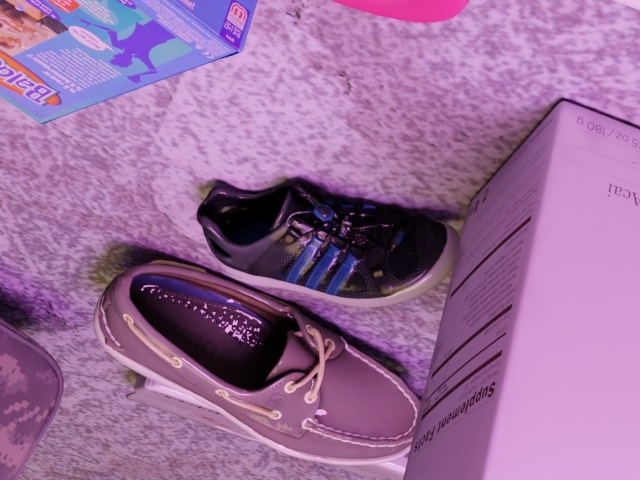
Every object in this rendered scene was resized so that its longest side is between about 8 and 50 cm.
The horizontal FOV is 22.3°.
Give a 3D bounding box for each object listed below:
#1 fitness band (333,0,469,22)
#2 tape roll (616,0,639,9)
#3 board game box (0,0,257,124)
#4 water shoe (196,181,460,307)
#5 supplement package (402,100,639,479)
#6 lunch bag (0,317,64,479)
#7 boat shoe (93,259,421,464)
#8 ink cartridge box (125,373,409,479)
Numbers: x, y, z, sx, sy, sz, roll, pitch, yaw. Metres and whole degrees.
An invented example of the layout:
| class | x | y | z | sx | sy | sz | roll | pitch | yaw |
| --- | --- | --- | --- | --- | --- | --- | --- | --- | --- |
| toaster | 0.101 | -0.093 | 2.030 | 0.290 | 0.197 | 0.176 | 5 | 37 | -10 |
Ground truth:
| class | x | y | z | sx | sy | sz | roll | pitch | yaw |
| --- | --- | --- | --- | --- | --- | --- | --- | --- | --- |
| fitness band | -0.017 | -0.192 | 0.765 | 0.209 | 0.054 | 0.291 | 24 | 170 | 17 |
| tape roll | 0.157 | -0.203 | 0.492 | 0.392 | 0.072 | 0.392 | 16 | 153 | 8 |
| board game box | -0.168 | -0.152 | 1.013 | 0.210 | 0.047 | 0.160 | -13 | 142 | 43 |
| water shoe | 0.000 | 0.000 | 1.189 | 0.203 | 0.073 | 0.080 | 0 | 147 | 28 |
| supplement package | 0.172 | 0.097 | 1.033 | 0.177 | 0.293 | 0.175 | 20 | 154 | -9 |
| lunch bag | -0.429 | 0.115 | 1.498 | 0.305 | 0.212 | 0.256 | 37 | 164 | -31 |
| boat shoe | -0.044 | 0.106 | 1.378 | 0.305 | 0.109 | 0.091 | 24 | 158 | -8 |
| ink cartridge box | -0.041 | 0.162 | 1.544 | 0.275 | 0.060 | 0.239 | 20 | 170 | -9 |
